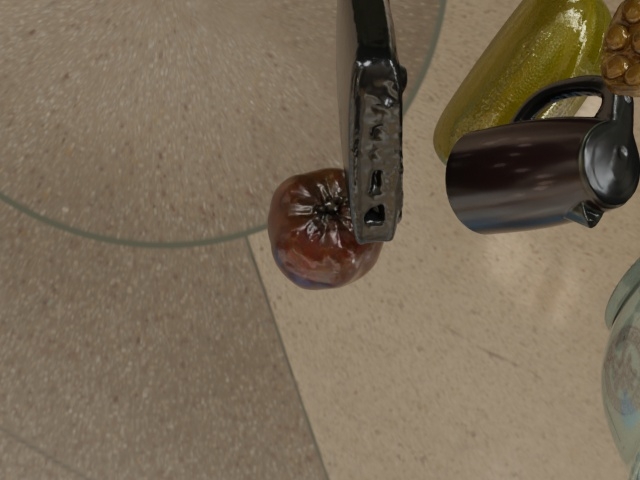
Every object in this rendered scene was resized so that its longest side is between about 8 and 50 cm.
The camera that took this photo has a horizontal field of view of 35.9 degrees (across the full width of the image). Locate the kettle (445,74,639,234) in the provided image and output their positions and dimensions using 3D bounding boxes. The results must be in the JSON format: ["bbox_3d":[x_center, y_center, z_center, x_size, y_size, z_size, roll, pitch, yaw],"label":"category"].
[{"bbox_3d":[0.294,-0.104,1.249,0.144,0.232,0.202,28,73,-30],"label":"kettle"}]

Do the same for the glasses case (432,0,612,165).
[{"bbox_3d":[0.340,-0.259,1.652,0.141,0.173,0.371,8,121,-55],"label":"glasses case"}]

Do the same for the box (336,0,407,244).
[{"bbox_3d":[0.058,-0.180,1.235,0.073,0.289,0.290,-3,134,0],"label":"box"}]

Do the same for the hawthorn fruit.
[{"bbox_3d":[0.000,0.000,1.681,0.208,0.248,0.208,5,60,-9],"label":"hawthorn fruit"}]

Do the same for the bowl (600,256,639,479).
[{"bbox_3d":[0.473,0.106,1.184,0.435,0.196,0.434,-23,140,-21],"label":"bowl"}]

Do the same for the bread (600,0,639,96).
[{"bbox_3d":[0.288,-0.176,0.874,0.024,0.110,0.110,13,103,-27],"label":"bread"}]
